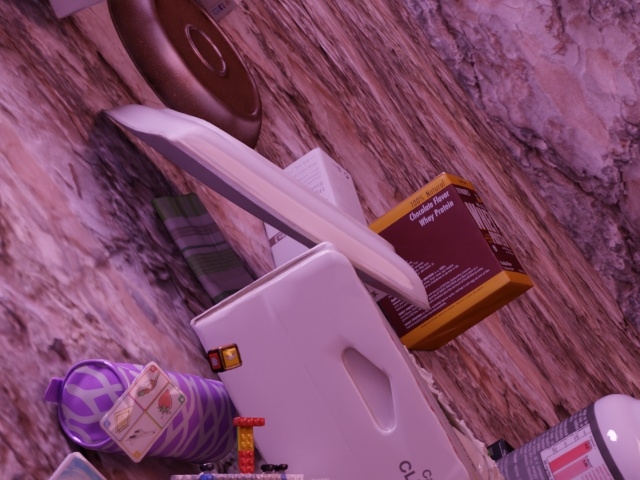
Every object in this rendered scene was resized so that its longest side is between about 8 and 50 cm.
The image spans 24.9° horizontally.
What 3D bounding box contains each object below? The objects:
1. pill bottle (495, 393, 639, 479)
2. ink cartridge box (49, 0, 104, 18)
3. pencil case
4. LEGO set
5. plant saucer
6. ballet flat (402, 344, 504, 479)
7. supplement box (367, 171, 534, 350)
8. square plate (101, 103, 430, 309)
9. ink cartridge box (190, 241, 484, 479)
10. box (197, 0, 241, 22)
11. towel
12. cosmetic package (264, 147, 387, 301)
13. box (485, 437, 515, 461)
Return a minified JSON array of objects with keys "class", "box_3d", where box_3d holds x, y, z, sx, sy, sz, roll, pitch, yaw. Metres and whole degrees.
[{"class":"pill bottle","box_3d":[0.356,0.325,1.851,0.210,0.363,0.210,47,20,-23]},{"class":"ink cartridge box","box_3d":[-0.326,-0.452,1.728,0.226,0.131,0.306,71,-4,-51]},{"class":"pencil case","box_3d":[-0.154,0.156,1.332,0.088,0.086,0.206,26,1,30]},{"class":"LEGO set","box_3d":[-0.109,0.202,1.206,0.182,0.060,0.244,50,56,-17]},{"class":"plant saucer","box_3d":[-0.176,-0.256,2.036,0.310,0.050,0.310,48,20,-24]},{"class":"ballet flat","box_3d":[0.095,0.219,1.722,0.409,0.147,0.147,52,17,12]},{"class":"supplement box","box_3d":[0.180,0.034,2.185,0.194,0.191,0.129,60,19,17]},{"class":"square plate","box_3d":[-0.064,-0.054,1.630,0.347,0.049,0.344,34,-2,-22]},{"class":"ink cartridge box","box_3d":[0.031,0.176,1.474,0.279,0.160,0.384,60,2,11]},{"class":"box","box_3d":[-0.228,-0.514,2.335,0.322,0.058,0.232,53,19,-12]},{"class":"towel","box_3d":[-0.134,0.009,1.723,0.152,0.023,0.113,57,18,7]},{"class":"cosmetic package","box_3d":[0.000,0.000,1.924,0.085,0.117,0.231,38,24,-40]},{"class":"box","box_3d":[0.239,0.325,2.003,0.062,0.083,0.052,44,23,-32]}]
